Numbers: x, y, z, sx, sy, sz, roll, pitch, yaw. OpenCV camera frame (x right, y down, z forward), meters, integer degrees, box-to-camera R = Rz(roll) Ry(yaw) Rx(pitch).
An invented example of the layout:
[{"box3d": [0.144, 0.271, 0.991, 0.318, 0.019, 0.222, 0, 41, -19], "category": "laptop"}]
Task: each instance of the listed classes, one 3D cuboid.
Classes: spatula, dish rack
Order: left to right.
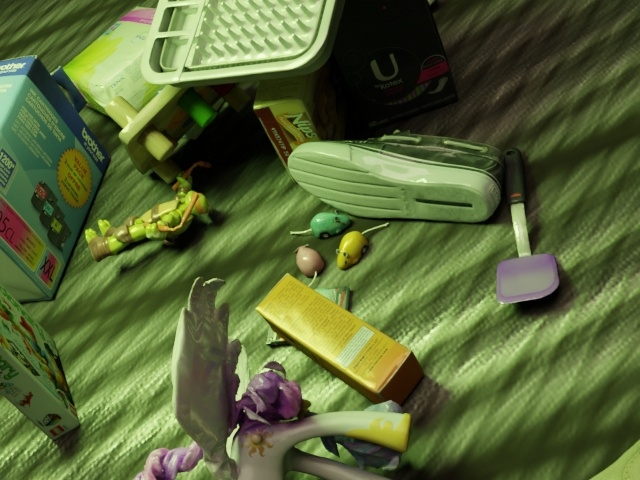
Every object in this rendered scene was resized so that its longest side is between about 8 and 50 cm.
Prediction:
[{"box3d": [-0.097, -0.349, 1.370, 0.332, 0.072, 0.286, 0, 67, 33], "category": "dish rack"}, {"box3d": [0.282, -0.029, 1.307, 0.084, 0.030, 0.296, -10, 49, 16], "category": "spatula"}]

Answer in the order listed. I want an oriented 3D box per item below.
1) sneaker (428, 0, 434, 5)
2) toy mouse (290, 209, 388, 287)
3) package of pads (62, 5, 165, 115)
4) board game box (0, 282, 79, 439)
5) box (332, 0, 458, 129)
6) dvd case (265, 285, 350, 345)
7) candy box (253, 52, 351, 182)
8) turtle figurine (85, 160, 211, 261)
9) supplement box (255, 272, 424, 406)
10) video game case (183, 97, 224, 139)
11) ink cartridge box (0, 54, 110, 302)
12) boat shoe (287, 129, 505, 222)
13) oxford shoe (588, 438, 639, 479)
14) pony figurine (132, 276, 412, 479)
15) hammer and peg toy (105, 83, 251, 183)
[{"box3d": [0.109, -0.465, 1.706, 0.212, 0.094, 0.080, 10, 57, 31], "category": "sneaker"}, {"box3d": [0.000, 0.000, 1.417, 0.143, 0.031, 0.161, 26, 67, 38], "category": "toy mouse"}, {"box3d": [-0.366, -0.342, 1.780, 0.229, 0.101, 0.296, -44, 31, -13], "category": "package of pads"}, {"box3d": [-0.463, 0.136, 1.337, 0.053, 0.305, 0.193, -30, 47, -4], "category": "board game box"}, {"box3d": [0.100, -0.335, 1.480, 0.165, 0.270, 0.143, -19, 47, 11], "category": "box"}, {"box3d": [-0.018, 0.110, 1.348, 0.119, 0.013, 0.087, -9, 50, 20], "category": "dvd case"}, {"box3d": [-0.017, -0.275, 1.548, 0.087, 0.183, 0.316, -7, 51, 19], "category": "candy box"}, {"box3d": [-0.268, -0.038, 1.541, 0.217, 0.087, 0.269, -21, 25, 13], "category": "turtle figurine"}, {"box3d": [0.023, 0.135, 1.250, 0.233, 0.078, 0.080, 28, 72, 34], "category": "supplement box"}, {"box3d": [-0.258, -0.284, 1.781, 0.183, 0.023, 0.201, 13, 60, 33], "category": "video game case"}, {"box3d": [-0.524, -0.128, 1.608, 0.151, 0.270, 0.396, -5, 52, 20], "category": "ink cartridge box"}, {"box3d": [0.118, -0.106, 1.407, 0.335, 0.121, 0.119, 12, 50, 21], "category": "boat shoe"}, {"box3d": [0.277, 0.355, 0.953, 0.397, 0.140, 0.146, -41, 16, -4], "category": "oxford shoe"}, {"box3d": [-0.079, 0.258, 1.111, 0.363, 0.303, 0.351, 7, 64, 12], "category": "pony figurine"}, {"box3d": [-0.194, -0.266, 1.579, 0.127, 0.266, 0.361, 43, 80, 1], "category": "hammer and peg toy"}]
